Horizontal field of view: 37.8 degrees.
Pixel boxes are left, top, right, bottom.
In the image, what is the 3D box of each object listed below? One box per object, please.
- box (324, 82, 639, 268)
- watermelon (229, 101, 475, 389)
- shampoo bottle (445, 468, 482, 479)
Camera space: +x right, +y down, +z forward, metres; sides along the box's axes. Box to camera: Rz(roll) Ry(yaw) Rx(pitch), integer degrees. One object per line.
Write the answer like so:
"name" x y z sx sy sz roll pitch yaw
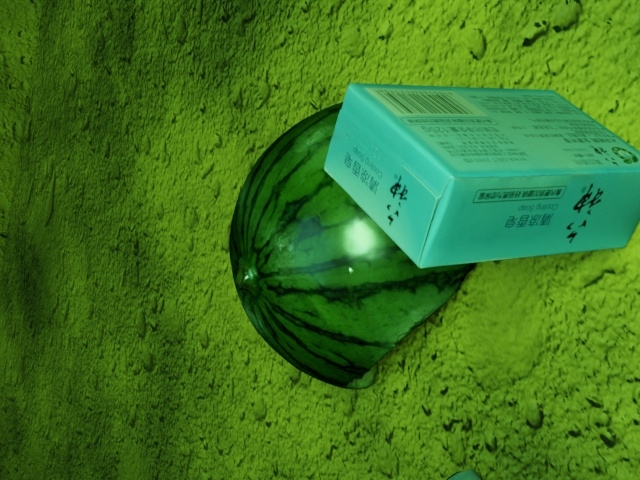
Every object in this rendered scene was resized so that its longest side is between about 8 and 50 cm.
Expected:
"box" 0.138 -0.057 0.746 0.142 0.232 0.083 48 130 42
"watermelon" 0.000 0.000 1.008 0.330 0.189 0.331 5 97 49
"shampoo bottle" 0.182 0.306 0.857 0.214 0.072 0.072 55 134 38
